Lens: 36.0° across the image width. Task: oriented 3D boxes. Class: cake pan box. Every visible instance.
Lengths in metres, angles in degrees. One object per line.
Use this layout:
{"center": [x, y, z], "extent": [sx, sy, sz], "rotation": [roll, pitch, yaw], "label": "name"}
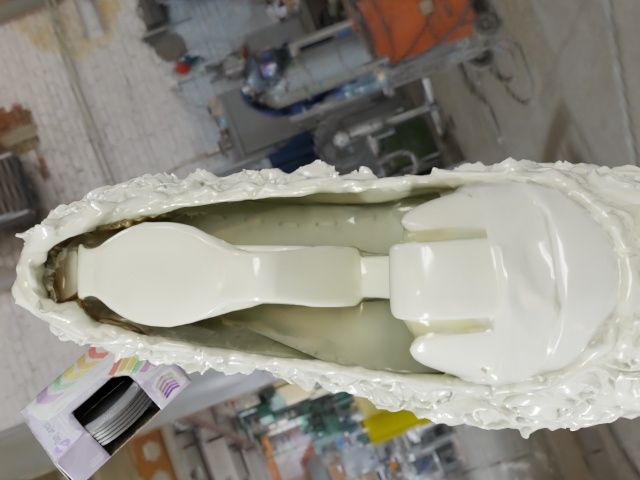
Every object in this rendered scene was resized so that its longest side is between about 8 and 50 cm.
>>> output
{"center": [-0.362, 0.264, 1.644], "extent": [0.070, 0.246, 0.267], "rotation": [53, 165, -27], "label": "cake pan box"}

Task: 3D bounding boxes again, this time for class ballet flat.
{"center": [0.019, 0.027, 0.510], "extent": [0.147, 0.409, 0.147], "rotation": [-1, -90, -70], "label": "ballet flat"}
